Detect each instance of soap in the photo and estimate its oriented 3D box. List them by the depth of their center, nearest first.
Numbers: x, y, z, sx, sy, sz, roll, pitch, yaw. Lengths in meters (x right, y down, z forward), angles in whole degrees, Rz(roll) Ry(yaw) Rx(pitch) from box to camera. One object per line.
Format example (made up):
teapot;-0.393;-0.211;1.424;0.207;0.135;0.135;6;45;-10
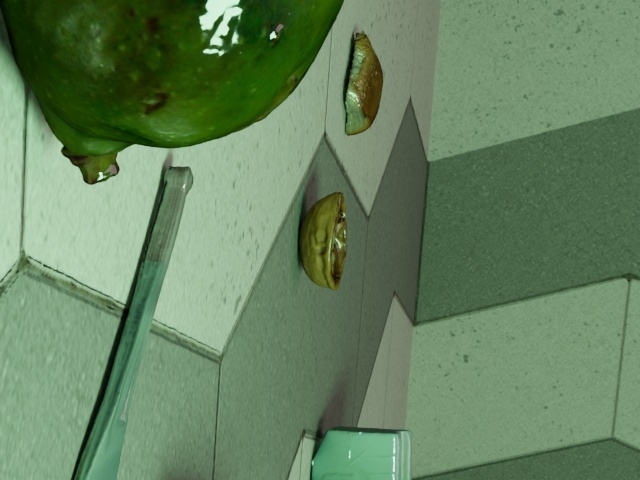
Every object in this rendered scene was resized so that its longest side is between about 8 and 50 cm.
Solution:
soap;0.050;0.383;1.914;0.091;0.145;0.230;9;81;-72

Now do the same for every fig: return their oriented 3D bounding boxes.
fig;-0.094;-0.123;0.695;0.245;0.195;0.195;-47;-166;33

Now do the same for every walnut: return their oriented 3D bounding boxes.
walnut;0.000;0.000;1.626;0.091;0.052;0.121;-41;134;-74

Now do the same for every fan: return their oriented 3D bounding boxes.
fan;-0.132;0.063;0.963;0.057;0.023;0.282;63;33;-58

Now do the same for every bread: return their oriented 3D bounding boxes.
bread;0.062;-0.218;1.903;0.126;0.044;0.129;76;25;-60
